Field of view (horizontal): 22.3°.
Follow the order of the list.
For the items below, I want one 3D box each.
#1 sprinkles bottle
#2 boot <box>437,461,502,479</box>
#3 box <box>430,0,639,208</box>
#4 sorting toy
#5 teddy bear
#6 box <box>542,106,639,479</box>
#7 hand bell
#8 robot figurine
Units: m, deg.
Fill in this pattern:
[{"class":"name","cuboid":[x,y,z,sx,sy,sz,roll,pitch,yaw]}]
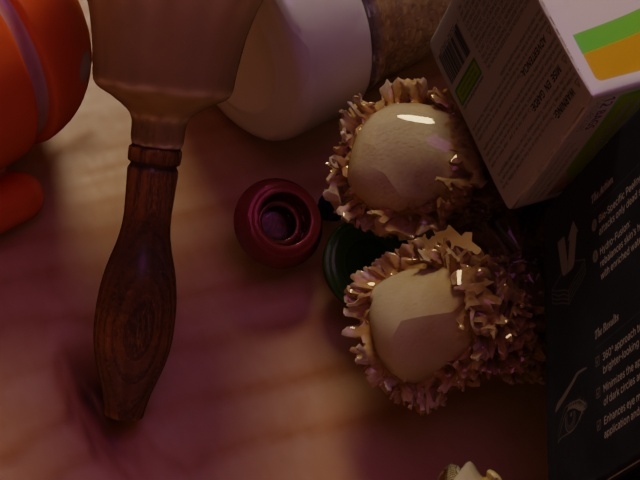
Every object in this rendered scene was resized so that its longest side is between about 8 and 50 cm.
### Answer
[{"class":"sprinkles bottle","cuboid":[0.085,-0.181,0.946,0.355,0.121,0.121,-30,72,-29]},{"class":"boot","cuboid":[0.147,0.163,0.774,0.203,0.095,0.262,38,60,10]},{"class":"box","cuboid":[0.175,-0.107,0.794,0.203,0.114,0.103,-15,68,-22]},{"class":"sorting toy","cuboid":[0.000,0.000,0.865,0.102,0.042,0.061,29,71,-12]},{"class":"teddy bear","cuboid":[0.162,0.002,0.863,0.338,0.113,0.245,-18,71,-22]},{"class":"box","cuboid":[0.165,0.032,0.700,0.093,0.156,0.158,7,67,-12]},{"class":"hand bell","cuboid":[-0.081,-0.032,0.775,0.126,0.126,0.242,6,97,-13]},{"class":"robot figurine","cuboid":[-0.206,-0.081,0.796,0.219,0.128,0.158,-35,75,-30]}]
